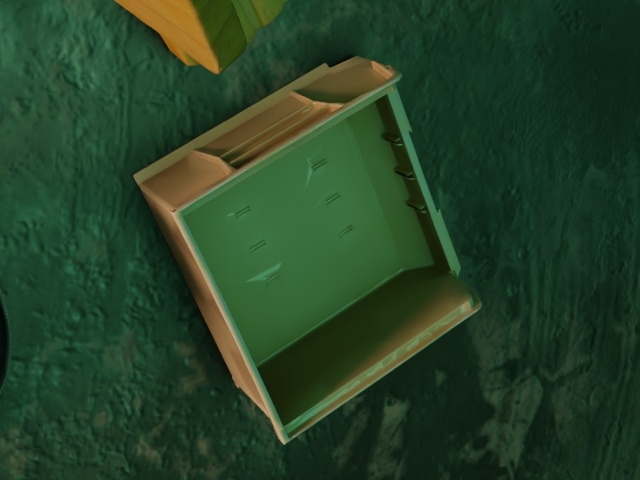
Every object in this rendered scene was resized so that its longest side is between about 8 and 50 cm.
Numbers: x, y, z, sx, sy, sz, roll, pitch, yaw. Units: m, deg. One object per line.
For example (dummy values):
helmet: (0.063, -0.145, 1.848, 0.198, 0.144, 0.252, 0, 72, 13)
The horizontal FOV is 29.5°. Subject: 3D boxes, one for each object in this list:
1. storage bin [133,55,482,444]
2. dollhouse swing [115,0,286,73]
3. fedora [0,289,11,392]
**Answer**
storage bin: (0.000, 0.000, 1.147, 0.260, 0.123, 0.262, -32, 120, -16)
dollhouse swing: (0.016, -0.251, 0.904, 0.347, 0.315, 0.305, -45, 141, -7)
fedora: (-0.370, 0.120, 0.975, 0.275, 0.124, 0.244, -28, 118, -19)
